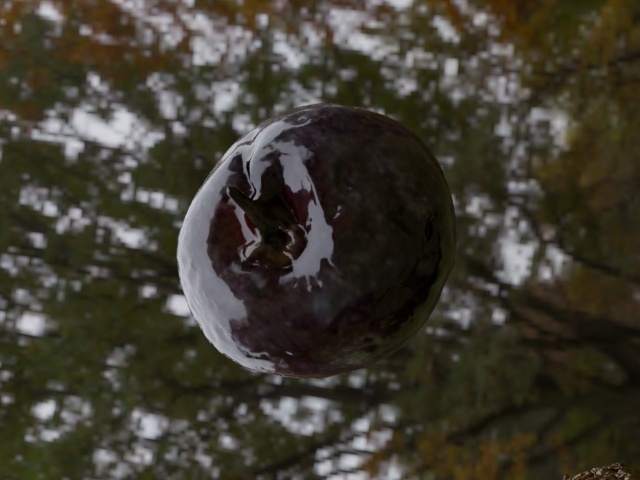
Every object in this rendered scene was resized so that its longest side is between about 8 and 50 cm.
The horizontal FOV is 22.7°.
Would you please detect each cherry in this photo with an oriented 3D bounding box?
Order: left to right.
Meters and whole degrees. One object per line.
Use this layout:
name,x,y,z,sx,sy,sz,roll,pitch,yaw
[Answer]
cherry,0.003,-0.002,1.056,0.195,0.195,0.195,7,-90,-66

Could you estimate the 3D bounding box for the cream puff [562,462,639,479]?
cream puff,0.186,0.221,1.042,0.115,0.150,0.165,34,-148,-33
